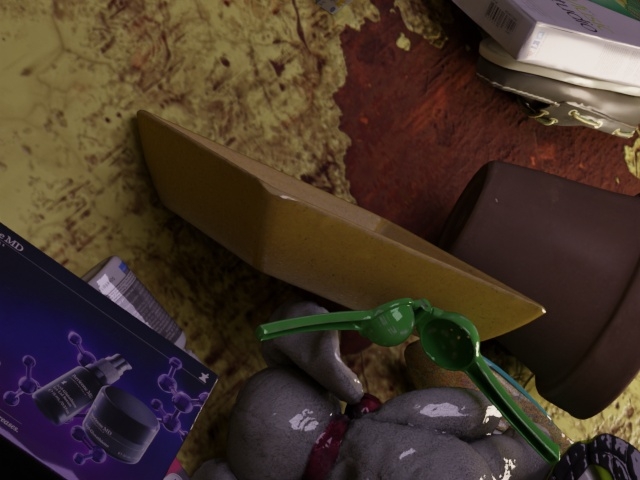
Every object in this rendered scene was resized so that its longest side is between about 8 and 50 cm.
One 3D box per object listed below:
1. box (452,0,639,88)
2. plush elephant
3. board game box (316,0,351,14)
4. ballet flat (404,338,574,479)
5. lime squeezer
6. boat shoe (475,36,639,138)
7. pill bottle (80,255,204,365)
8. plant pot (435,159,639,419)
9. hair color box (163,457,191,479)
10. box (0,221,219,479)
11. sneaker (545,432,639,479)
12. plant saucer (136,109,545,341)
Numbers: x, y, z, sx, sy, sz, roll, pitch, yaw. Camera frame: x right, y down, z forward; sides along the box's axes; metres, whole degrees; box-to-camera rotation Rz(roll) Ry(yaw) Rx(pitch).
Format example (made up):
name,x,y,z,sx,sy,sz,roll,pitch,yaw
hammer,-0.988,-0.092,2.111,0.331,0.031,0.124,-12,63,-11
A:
name,x,y,z,sx,sy,sz,roll,pitch,yaw
box,0.297,-0.271,2.147,0.322,0.058,0.232,8,30,-40
plush elephant,0.020,0.211,1.658,0.255,0.272,0.330,36,2,24
board game box,0.059,-0.329,1.983,0.026,0.154,0.103,31,52,-26
ballet flat,0.212,0.236,1.882,0.348,0.123,0.123,40,49,-22
lime squeezer,0.080,0.101,1.587,0.310,0.059,0.110,25,61,-21
boat shoe,0.297,-0.180,2.151,0.305,0.091,0.109,5,30,-41
pill bottle,-0.173,0.088,1.639,0.137,0.078,0.078,50,47,-10
plant pot,0.248,0.030,1.943,0.229,0.263,0.263,27,52,-5
hair color box,-0.140,0.336,1.533,0.174,0.105,0.347,-36,96,-44
box,-0.238,0.116,1.429,0.261,0.103,0.184,35,39,-7
sneaker,0.227,0.327,1.786,0.111,0.300,0.121,37,1,10
plant saucer,0.000,0.000,1.721,0.333,0.333,0.081,23,95,-31
